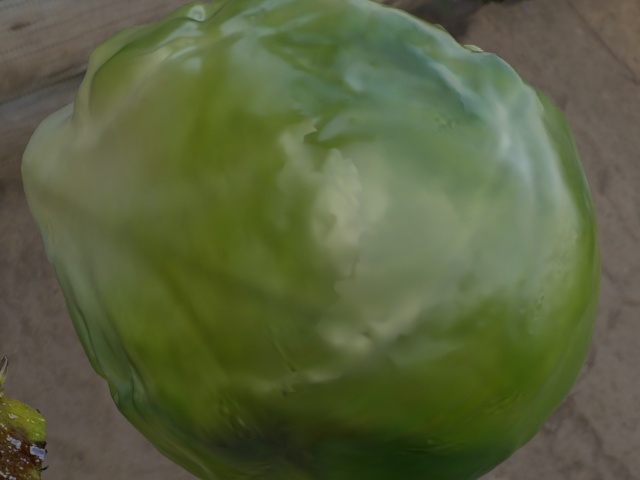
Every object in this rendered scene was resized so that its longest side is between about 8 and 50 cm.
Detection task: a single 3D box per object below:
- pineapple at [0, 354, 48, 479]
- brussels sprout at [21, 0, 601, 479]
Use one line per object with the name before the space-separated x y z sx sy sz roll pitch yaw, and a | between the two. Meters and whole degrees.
pineapple | -0.327 0.209 0.846 0.161 0.158 0.334 32 14 -20
brussels sprout | 0.000 0.000 0.618 0.344 0.344 0.268 55 36 5
